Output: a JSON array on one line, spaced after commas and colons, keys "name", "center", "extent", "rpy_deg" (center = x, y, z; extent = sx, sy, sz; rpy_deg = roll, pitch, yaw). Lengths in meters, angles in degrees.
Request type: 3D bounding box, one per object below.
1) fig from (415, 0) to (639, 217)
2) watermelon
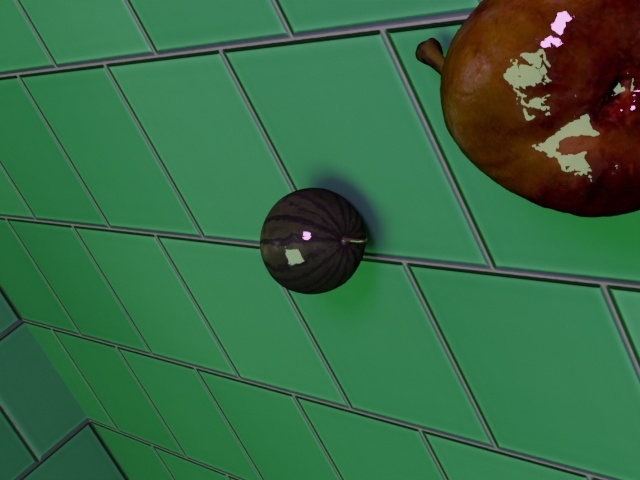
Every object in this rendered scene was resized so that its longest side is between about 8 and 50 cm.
[{"name": "fig", "center": [0.138, -0.110, 0.827], "extent": [0.274, 0.145, 0.170], "rpy_deg": [23, 143, 62]}, {"name": "watermelon", "center": [0.000, 0.000, 1.176], "extent": [0.133, 0.105, 0.105], "rpy_deg": [-6, 120, 51]}]
